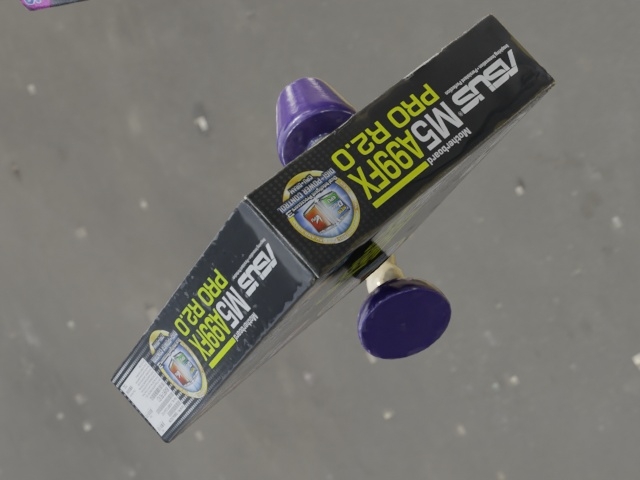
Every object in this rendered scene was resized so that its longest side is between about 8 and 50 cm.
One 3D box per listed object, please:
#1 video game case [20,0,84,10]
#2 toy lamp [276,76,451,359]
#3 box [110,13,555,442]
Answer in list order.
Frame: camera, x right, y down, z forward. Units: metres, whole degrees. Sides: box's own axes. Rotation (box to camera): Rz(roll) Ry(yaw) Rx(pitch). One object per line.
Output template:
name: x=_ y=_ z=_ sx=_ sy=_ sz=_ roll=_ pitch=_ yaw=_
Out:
video game case: x=0.006 y=-0.187 z=0.571 sx=0.210 sy=0.232 sz=0.042 roll=-5 pitch=135 yaw=31
toy lamp: x=0.024 y=-0.030 z=1.184 sx=0.274 sy=0.080 sz=0.080 roll=-115 pitch=26 yaw=-44
box: x=0.000 y=0.000 z=0.928 sx=0.060 sy=0.216 sz=0.270 roll=49 pitch=146 yaw=5
